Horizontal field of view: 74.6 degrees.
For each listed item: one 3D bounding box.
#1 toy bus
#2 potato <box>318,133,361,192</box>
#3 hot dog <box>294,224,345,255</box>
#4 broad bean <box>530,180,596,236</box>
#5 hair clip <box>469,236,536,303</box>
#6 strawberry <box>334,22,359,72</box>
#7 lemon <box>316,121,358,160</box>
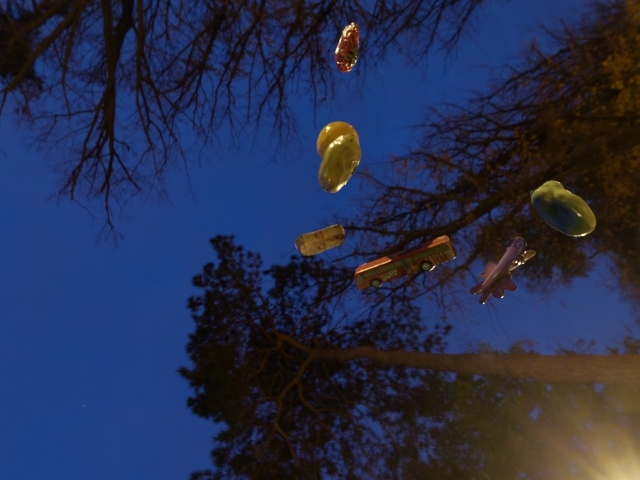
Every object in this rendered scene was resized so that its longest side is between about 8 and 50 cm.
[{"bbox_3d":[0.322,0.094,1.649,0.092,0.409,0.093,63,-158,-11],"label":"toy bus"},{"bbox_3d":[0.078,-0.312,1.718,0.248,0.143,0.169,-64,-29,0],"label":"potato"},{"bbox_3d":[0.000,0.000,1.558,0.191,0.108,0.059,-16,-136,-2],"label":"hot dog"},{"bbox_3d":[0.815,-0.103,1.424,0.100,0.169,0.228,-34,-127,-11],"label":"broad bean"},{"bbox_3d":[0.633,0.106,1.442,0.090,0.278,0.137,-4,-137,-39],"label":"hair clip"},{"bbox_3d":[0.064,-0.478,1.033,0.048,0.104,0.152,6,-127,-15],"label":"strawberry"},{"bbox_3d":[0.077,-0.439,1.904,0.187,0.187,0.244,30,-109,-16],"label":"lemon"}]
